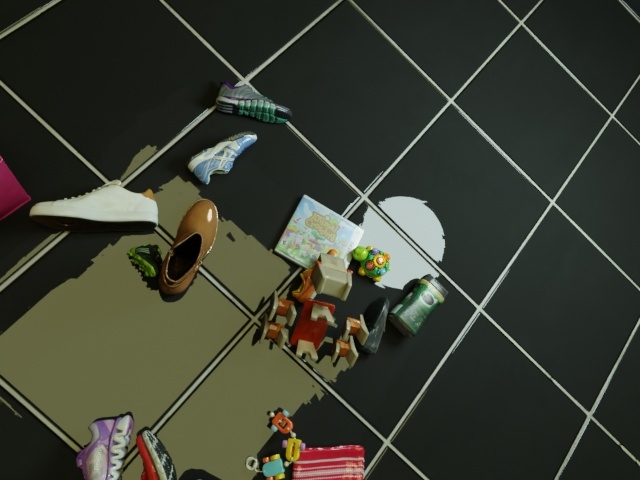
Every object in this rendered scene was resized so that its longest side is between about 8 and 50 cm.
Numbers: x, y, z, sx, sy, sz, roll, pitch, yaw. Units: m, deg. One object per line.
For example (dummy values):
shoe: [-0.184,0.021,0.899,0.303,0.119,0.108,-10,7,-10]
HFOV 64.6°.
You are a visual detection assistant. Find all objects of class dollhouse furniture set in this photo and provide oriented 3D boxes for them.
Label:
dollhouse furniture set: [-0.004,0.180,1.336,0.262,0.135,0.259,17,112,-13]

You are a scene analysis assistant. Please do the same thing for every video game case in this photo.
video game case: [0.000,0.000,1.460,0.212,0.023,0.193,30,70,-9]

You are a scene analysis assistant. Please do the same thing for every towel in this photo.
towel: [0.021,0.673,1.301,0.198,0.031,0.275,6,76,-15]

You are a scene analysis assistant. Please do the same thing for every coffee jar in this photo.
coffee jar: [0.286,0.187,1.476,0.096,0.079,0.184,46,69,0]

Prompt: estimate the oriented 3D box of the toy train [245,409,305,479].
toy train: [-0.108,0.526,1.291,0.125,0.046,0.166,31,79,20]

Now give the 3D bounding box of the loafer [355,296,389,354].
loafer: [0.157,0.242,1.440,0.061,0.062,0.170,38,71,-29]

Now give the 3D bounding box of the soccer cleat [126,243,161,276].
soccer cleat: [-0.420,0.041,1.242,0.072,0.179,0.060,-30,117,-25]

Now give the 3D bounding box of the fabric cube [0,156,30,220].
fabric cube: [-0.852,-0.147,1.101,0.259,0.258,0.254,47,69,-3]

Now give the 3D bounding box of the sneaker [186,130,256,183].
sneaker: [-0.265,-0.234,1.410,0.211,0.080,0.081,-33,95,-12]

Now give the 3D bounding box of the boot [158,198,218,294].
boot: [-0.323,-0.001,1.252,0.109,0.220,0.283,29,70,-9]

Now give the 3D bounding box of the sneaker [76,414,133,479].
sneaker: [-0.503,0.516,1.146,0.104,0.095,0.236,10,69,-8]

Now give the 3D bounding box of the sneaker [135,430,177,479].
sneaker: [-0.389,0.584,1.157,0.118,0.107,0.279,-17,80,-11]

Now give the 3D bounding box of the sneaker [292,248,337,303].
sneaker: [-0.015,0.094,1.390,0.067,0.064,0.175,35,88,-11]

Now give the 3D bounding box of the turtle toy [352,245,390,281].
turtle toy: [0.149,0.058,1.470,0.130,0.066,0.095,24,71,-11]

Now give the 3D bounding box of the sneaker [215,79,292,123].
sneaker: [-0.188,-0.411,1.471,0.223,0.083,0.098,9,70,-15]

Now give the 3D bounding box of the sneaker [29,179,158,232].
sneaker: [-0.563,-0.090,1.270,0.290,0.106,0.123,1,70,-27]
